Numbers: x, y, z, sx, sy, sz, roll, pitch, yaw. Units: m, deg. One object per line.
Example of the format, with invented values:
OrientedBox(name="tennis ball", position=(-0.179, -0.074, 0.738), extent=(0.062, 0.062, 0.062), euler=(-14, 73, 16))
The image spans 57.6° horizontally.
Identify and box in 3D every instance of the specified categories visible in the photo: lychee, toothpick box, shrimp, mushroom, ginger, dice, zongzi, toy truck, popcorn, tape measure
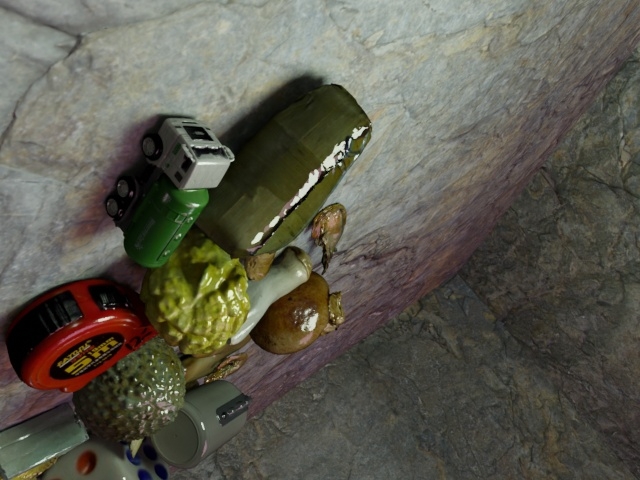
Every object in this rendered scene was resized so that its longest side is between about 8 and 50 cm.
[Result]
OrientedBox(name="lychee", position=(-0.433, 0.340, 1.348), extent=(0.255, 0.274, 0.255), euler=(-40, 139, -46))
OrientedBox(name="toothpick box", position=(-0.354, 0.560, 1.849), extent=(0.229, 0.229, 0.316), euler=(-46, 166, 21))
OrientedBox(name="shrimp", position=(-0.303, 0.410, 1.868), extent=(0.162, 0.045, 0.095), euler=(-28, 164, -22))
OrientedBox(name="mushroom", position=(-0.152, 0.133, 1.526), extent=(0.328, 0.159, 0.122), euler=(-31, 172, -34))
OrientedBox(name="ginger", position=(-0.142, 0.026, 1.409), extent=(0.190, 0.068, 0.095), euler=(115, -12, -45))
OrientedBox(name="shrimp", position=(0.003, -0.003, 1.646), extent=(0.117, 0.066, 0.262), euler=(-9, 134, -30))
OrientedBox(name="mushroom", position=(-0.068, 0.195, 1.682), extent=(0.283, 0.263, 0.195), euler=(0, 128, -13))
OrientedBox(name="dice", position=(-0.683, 0.777, 1.856), extent=(0.304, 0.277, 0.304), euler=(-39, 160, 1))
OrientedBox(name="zongzi", position=(-0.049, -0.115, 1.142), extent=(0.356, 0.174, 0.393), euler=(-45, 171, 0))
OrientedBox(name="toy truck", position=(-0.241, -0.070, 0.919), extent=(0.101, 0.125, 0.242), euler=(-10, 145, -54))
OrientedBox(name="popcorn", position=(-0.242, 0.094, 1.164), extent=(0.205, 0.237, 0.251), euler=(-25, -167, 0))
OrientedBox(name="tape measure", position=(-0.456, 0.175, 1.115), extent=(0.253, 0.114, 0.260), euler=(-36, 158, -7))

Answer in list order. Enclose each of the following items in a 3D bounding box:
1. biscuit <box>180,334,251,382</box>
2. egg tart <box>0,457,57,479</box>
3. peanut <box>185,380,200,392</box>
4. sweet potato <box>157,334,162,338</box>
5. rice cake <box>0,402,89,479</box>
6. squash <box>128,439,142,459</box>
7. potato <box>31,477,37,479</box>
OrientedBox(name="biscuit", position=(-0.344, 0.362, 1.835), extent=(0.237, 0.062, 0.290), euler=(-44, 166, 13))
OrientedBox(name="egg tart", position=(-0.770, 0.569, 1.486), extent=(0.212, 0.090, 0.213), euler=(-32, 159, -14))
OrientedBox(name="peanut", position=(-0.474, 0.546, 2.003), extent=(0.194, 0.083, 0.093), euler=(-47, 158, 23))
OrientedBox(name="sweet potato", position=(-0.405, 0.209, 1.412), extent=(0.041, 0.038, 0.153), euler=(-57, 162, -26))
OrientedBox(name="rice cake", position=(-0.685, 0.485, 1.416), extent=(0.211, 0.124, 0.038), euler=(-26, 165, -48))
OrientedBox(name="squash", position=(-0.508, 0.496, 1.721), extent=(0.154, 0.204, 0.237), euler=(-9, 139, -25))
OrientedBox(name="potato", position=(-0.875, 0.794, 1.636), extent=(0.285, 0.242, 0.242), euler=(-46, 161, 12))
